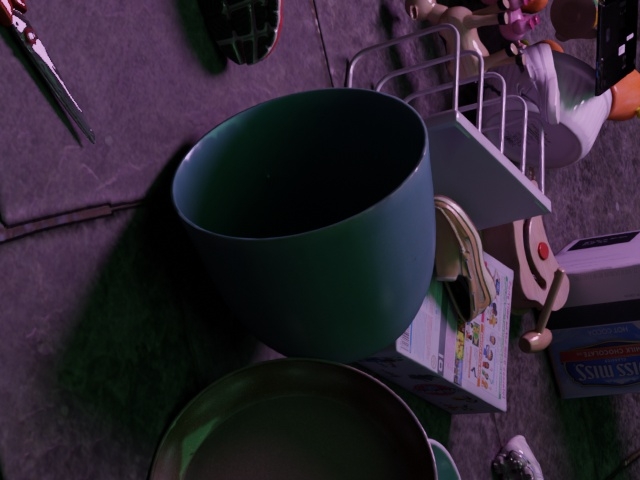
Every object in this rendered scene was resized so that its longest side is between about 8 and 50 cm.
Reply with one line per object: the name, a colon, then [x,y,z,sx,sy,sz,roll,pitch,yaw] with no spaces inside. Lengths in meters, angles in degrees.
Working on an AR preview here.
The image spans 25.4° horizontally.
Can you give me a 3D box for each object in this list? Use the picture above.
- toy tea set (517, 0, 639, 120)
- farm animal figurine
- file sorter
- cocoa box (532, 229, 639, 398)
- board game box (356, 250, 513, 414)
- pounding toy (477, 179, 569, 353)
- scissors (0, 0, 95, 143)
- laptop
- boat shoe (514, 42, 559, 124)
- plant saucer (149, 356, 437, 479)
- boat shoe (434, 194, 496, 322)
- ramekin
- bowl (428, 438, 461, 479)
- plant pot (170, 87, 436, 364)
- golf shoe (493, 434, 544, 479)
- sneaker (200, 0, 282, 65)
toy tea set: [0.434,-0.325,2.434,0.124,0.200,0.336,-16,89,-48]
farm animal figurine: [0.190,-0.422,2.106,0.327,0.172,0.330,48,42,-44]
file sorter: [0.180,-0.150,2.015,0.278,0.193,0.173,37,49,-46]
cocoa box: [0.566,0.111,2.372,0.231,0.347,0.228,-30,107,-55]
board game box: [0.157,0.099,1.997,0.303,0.097,0.224,32,57,-47]
pounding toy: [0.349,0.037,2.242,0.154,0.155,0.269,-5,86,-52]
scissors: [-0.316,-0.220,1.452,0.109,0.021,0.297,-42,117,-55]
laptop: [0.412,-0.381,2.245,0.234,0.137,0.264,-33,126,-59]
boat shoe: [0.322,-0.235,2.129,0.066,0.063,0.184,75,11,-45]
plant saucer: [-0.029,0.273,1.533,0.050,0.311,0.310,83,18,-56]
boat shoe: [0.181,0.029,1.915,0.072,0.068,0.190,-49,122,-35]
ramekin: [0.355,-0.204,2.281,0.207,0.207,0.109,45,56,-41]
bowl: [0.057,0.391,1.686,0.311,0.163,0.311,-3,90,-65]
plant pot: [0.000,0.000,1.639,0.293,0.293,0.235,-60,145,-44]
golf shoe: [0.332,0.383,2.211,0.176,0.069,0.086,67,30,-20]
sneaker: [-0.085,-0.355,1.757,0.118,0.107,0.279,-7,90,-66]
